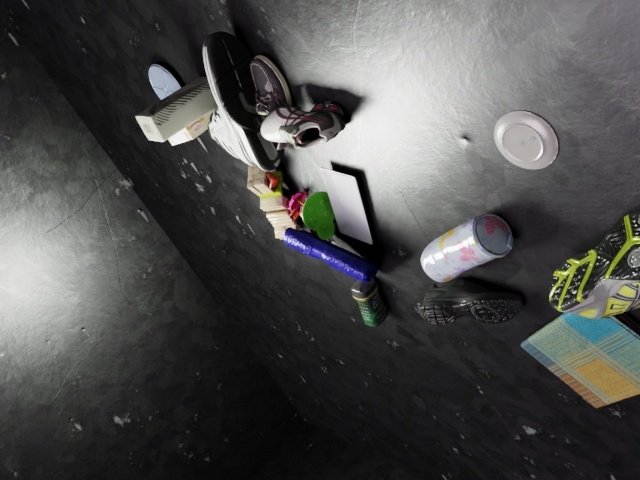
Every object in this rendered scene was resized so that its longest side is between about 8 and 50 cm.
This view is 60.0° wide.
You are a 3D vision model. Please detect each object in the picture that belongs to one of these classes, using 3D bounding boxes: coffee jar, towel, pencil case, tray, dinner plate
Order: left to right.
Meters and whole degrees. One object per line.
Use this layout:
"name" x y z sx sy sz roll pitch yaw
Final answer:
"towel" 0.035 0.053 1.834 0.308 0.076 0.228 26 -175 14
"tray" 0.091 -0.112 1.740 0.145 0.030 0.270 21 143 39
"coffee jar" 0.176 0.215 1.985 0.079 0.096 0.184 13 138 44
"pencil case" 0.372 0.026 1.434 0.124 0.113 0.273 39 153 -3
"dinner plate" 0.424 -0.205 1.158 0.141 0.017 0.141 33 149 23
"towel" 0.701 0.291 1.406 0.271 0.040 0.370 41 154 13

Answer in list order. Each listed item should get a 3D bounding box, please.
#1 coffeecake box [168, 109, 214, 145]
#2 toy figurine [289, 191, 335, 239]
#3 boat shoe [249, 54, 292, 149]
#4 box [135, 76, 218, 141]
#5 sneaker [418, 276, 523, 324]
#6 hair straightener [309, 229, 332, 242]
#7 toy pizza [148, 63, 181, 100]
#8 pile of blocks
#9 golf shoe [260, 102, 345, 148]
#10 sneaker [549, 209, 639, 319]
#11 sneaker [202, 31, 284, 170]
"coffeecake box" -0.464 -0.416 1.998 0.186 0.142 0.068 2 129 54
"toy figurine" -0.036 -0.099 1.861 0.159 0.130 0.173 28 147 53
"boat shoe" -0.142 -0.394 1.624 0.103 0.092 0.285 21 143 41
"box" -0.454 -0.433 1.816 0.113 0.275 0.094 15 138 44
"sneaker" 0.419 0.158 1.555 0.287 0.130 0.109 -3 135 29
"hair straightener" 0.000 0.000 2.000 0.089 0.047 0.230 36 151 21
"toy pizza" -0.559 -0.564 2.057 0.201 0.032 0.201 34 151 22
"pile of blocks" -0.137 -0.144 1.961 0.113 0.148 0.362 -6 137 18
"golf shoe" -0.068 -0.309 1.529 0.273 0.120 0.105 -2 132 33
"sneaker" 0.636 0.052 1.111 0.147 0.145 0.384 18 152 -11
"sneaker" -0.299 -0.418 1.716 0.258 0.169 0.447 16 140 39
